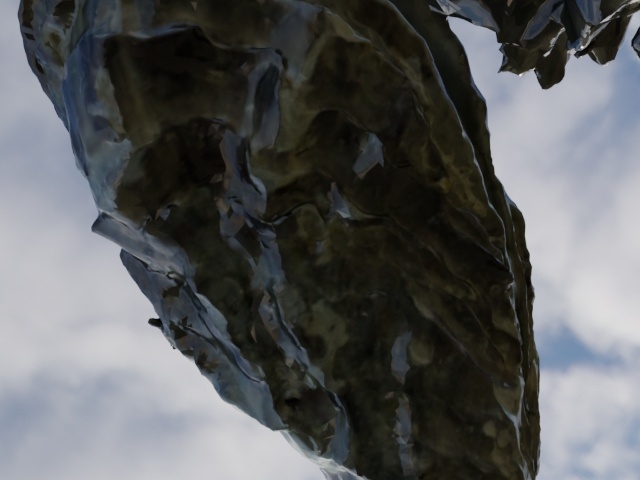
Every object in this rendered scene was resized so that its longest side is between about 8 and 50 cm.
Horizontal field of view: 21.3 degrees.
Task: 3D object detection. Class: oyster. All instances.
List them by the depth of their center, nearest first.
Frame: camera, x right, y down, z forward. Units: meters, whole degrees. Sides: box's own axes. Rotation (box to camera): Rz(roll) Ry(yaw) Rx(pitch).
[{"bbox_3d":[0.001,0.005,0.715,0.158,0.162,0.351,-27,-88,-30],"label":"oyster"}]

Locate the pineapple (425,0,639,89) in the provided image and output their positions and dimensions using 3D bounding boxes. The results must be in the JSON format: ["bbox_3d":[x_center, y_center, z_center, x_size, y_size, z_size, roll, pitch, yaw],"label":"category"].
[{"bbox_3d":[0.160,-0.107,0.413,0.202,0.362,0.202,9,-103,-42],"label":"pineapple"}]
